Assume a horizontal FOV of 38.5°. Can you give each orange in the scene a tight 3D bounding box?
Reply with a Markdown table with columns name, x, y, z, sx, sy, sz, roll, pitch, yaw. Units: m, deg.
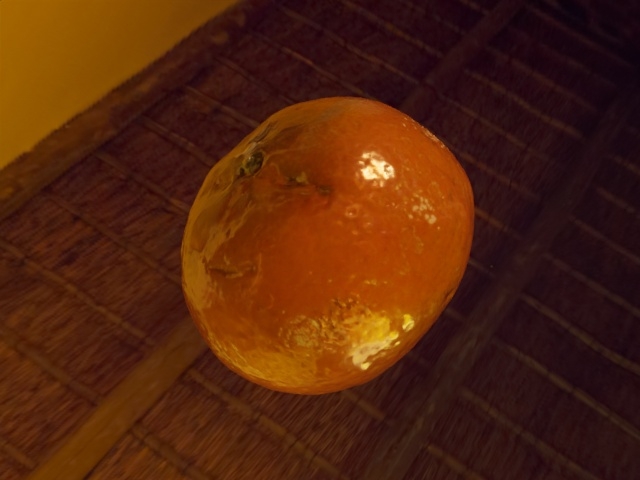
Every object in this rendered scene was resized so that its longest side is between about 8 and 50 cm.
| name | x | y | z | sx | sy | sz | roll | pitch | yaw |
| --- | --- | --- | --- | --- | --- | --- | --- | --- | --- |
| orange | 0.000 | 0.000 | 0.656 | 0.224 | 0.224 | 0.170 | -41 | -65 | 7 |
